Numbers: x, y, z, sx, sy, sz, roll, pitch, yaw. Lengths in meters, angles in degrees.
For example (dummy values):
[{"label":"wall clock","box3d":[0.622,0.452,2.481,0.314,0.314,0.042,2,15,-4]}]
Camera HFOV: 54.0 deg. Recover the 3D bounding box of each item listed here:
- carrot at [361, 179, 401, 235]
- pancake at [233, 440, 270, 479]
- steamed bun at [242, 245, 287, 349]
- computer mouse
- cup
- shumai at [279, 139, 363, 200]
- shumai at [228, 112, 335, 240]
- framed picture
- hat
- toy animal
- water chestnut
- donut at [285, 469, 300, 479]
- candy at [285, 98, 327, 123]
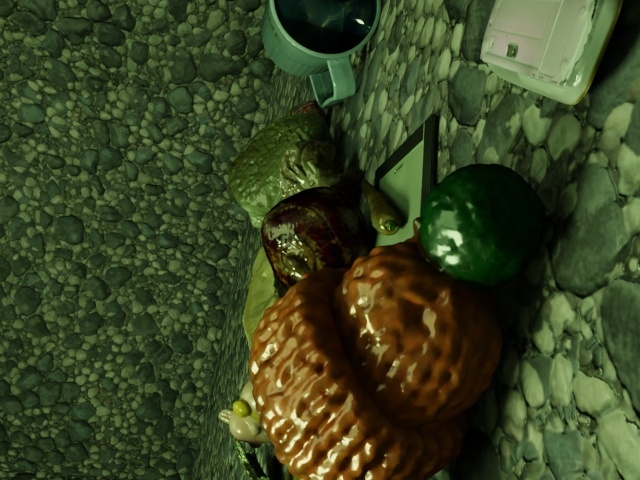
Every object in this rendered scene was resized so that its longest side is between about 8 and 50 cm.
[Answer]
[{"label":"carrot","box3d":[0.101,-0.068,1.141,0.254,0.049,0.049,-106,29,-65]},{"label":"pancake","box3d":[-0.167,0.606,1.646,0.197,0.054,0.376,62,164,-7]},{"label":"steamed bun","box3d":[-0.105,0.201,1.644,0.247,0.189,0.428,-51,23,16]},{"label":"computer mouse","box3d":[0.249,-0.224,0.685,0.245,0.056,0.126,-114,35,-65]},{"label":"cup","box3d":[0.009,-0.534,1.586,0.257,0.331,0.311,-47,11,-4]},{"label":"shumai","box3d":[0.005,-0.127,1.415,0.175,0.166,0.205,-160,55,-67]},{"label":"shumai","box3d":[-0.062,-0.143,1.675,0.292,0.288,0.330,17,67,48]},{"label":"framed picture","box3d":[0.134,-0.010,1.086,0.265,0.016,0.347,135,142,-67]},{"label":"hat","box3d":[0.122,0.109,0.743,0.400,0.285,0.285,-40,30,20]},{"label":"toy animal","box3d":[-0.162,0.450,1.674,0.149,0.165,0.248,-87,21,-46]},{"label":"water chestnut","box3d":[0.000,0.000,1.226,0.224,0.238,0.223,28,133,35]},{"label":"donut","box3d":[0.012,0.396,1.129,0.272,0.107,0.272,-166,90,-79]},{"label":"candy","box3d":[-0.051,-0.317,1.927,0.365,0.124,0.124,126,151,-78]}]
